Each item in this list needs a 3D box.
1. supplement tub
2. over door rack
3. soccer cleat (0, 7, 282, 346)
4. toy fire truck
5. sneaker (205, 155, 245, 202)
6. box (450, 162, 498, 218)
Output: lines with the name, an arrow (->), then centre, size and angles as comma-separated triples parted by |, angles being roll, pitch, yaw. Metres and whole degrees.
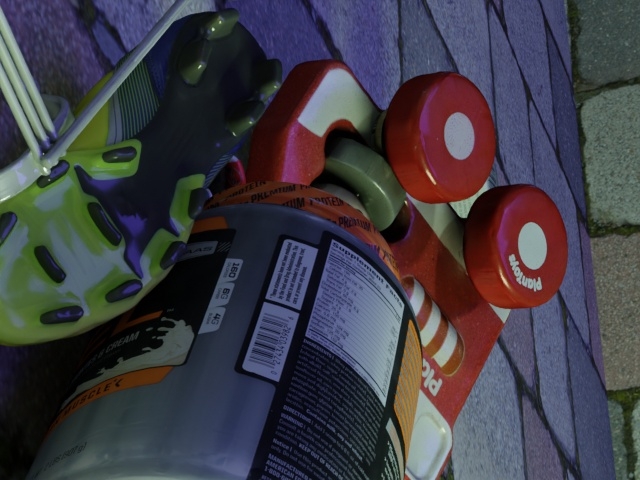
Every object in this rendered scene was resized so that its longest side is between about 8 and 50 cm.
supplement tub -> -0.046, 0.107, 0.956 | 0.316, 0.194, 0.193 | -73, 149, -59
over door rack -> -0.143, -0.197, 0.915 | 0.324, 0.108, 0.239 | -49, 129, -42
soccer cleat -> -0.120, -0.027, 0.965 | 0.093, 0.121, 0.289 | 51, 42, -15
toy fire truck -> 0.042, 0.022, 1.349 | 0.302, 0.169, 0.254 | 51, 52, -32
sneaker -> -0.079, -0.037, 1.149 | 0.161, 0.075, 0.057 | -53, 130, -68
box -> 0.102, -0.011, 1.639 | 0.072, 0.137, 0.126 | 39, 43, -68
